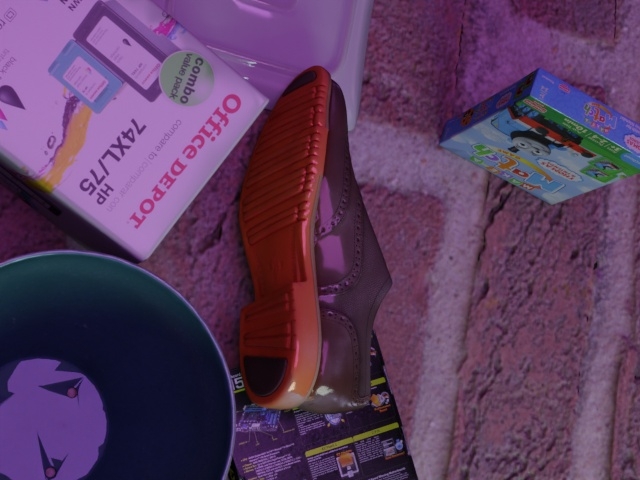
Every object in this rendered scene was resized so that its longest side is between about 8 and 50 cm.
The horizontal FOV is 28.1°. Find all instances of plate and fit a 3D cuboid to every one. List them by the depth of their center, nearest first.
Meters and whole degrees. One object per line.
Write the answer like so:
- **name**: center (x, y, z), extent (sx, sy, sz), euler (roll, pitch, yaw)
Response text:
- **plate**: center (-0.062, -0.283, 1.391), extent (0.277, 0.045, 0.278), euler (14, 76, -17)

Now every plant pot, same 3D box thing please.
- **plant pot**: center (-0.243, 0.165, 1.162), extent (0.290, 0.195, 0.290), euler (4, 80, -20)

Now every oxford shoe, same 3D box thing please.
- **oxford shoe**: center (0.000, 0.000, 1.316), extent (0.132, 0.130, 0.364), euler (15, 71, -33)

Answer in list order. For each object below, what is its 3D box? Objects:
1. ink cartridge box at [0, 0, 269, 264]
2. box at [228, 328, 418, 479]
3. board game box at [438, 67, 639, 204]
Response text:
- **ink cartridge box**: center (-0.226, -0.130, 1.211), extent (0.270, 0.197, 0.198), euler (39, 77, -11)
- **box**: center (-0.008, 0.203, 1.326), extent (0.190, 0.045, 0.184), euler (-15, 83, -22)
- **board game box**: center (0.244, -0.107, 1.383), extent (0.160, 0.211, 0.039), euler (26, 73, -14)
